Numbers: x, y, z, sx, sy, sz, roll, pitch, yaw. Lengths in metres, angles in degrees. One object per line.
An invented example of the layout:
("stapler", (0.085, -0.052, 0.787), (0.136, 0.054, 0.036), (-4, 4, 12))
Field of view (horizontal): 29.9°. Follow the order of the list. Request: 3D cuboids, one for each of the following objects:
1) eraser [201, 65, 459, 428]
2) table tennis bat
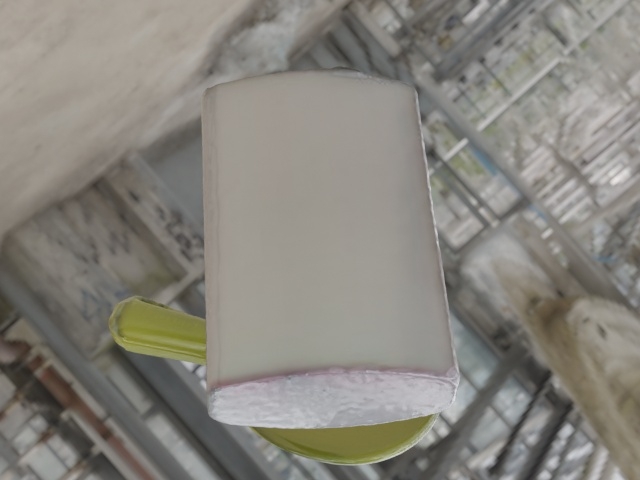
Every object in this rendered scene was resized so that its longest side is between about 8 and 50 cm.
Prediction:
("eraser", (0.000, 0.000, 0.892), (0.174, 0.270, 0.095), (-3, 144, -3))
("table tennis bat", (-0.049, 0.132, 1.287), (0.224, 0.368, 0.054), (-71, 174, -48))
